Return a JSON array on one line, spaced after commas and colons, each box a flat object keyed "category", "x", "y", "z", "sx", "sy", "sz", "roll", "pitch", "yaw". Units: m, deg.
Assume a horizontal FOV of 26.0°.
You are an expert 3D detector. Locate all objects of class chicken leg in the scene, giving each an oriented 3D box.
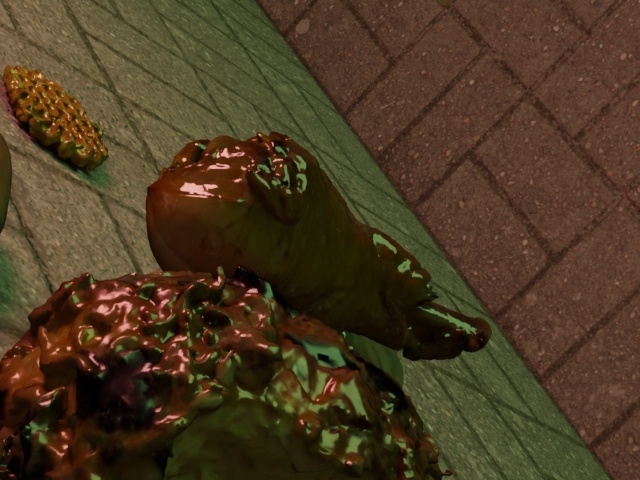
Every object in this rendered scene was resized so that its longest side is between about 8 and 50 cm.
[{"category": "chicken leg", "x": 0.000, "y": 0.000, "z": 1.446, "sx": 0.409, "sy": 0.182, "sz": 0.295, "roll": 26, "pitch": 16, "yaw": -21}]

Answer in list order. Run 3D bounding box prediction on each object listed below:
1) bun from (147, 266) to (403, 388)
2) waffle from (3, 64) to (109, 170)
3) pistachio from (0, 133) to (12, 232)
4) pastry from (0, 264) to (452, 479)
[{"category": "bun", "x": -0.047, "y": 0.124, "z": 1.571, "sx": 0.359, "sy": 0.211, "sz": 0.360, "roll": 41, "pitch": 15, "yaw": -14}, {"category": "waffle", "x": -0.360, "y": -0.168, "z": 1.891, "sx": 0.191, "sy": 0.038, "sz": 0.191, "roll": 41, "pitch": 14, "yaw": -13}, {"category": "pistachio", "x": -0.369, "y": -0.057, "z": 1.420, "sx": 0.108, "sy": 0.126, "sz": 0.185, "roll": -7, "pitch": 39, "yaw": -14}, {"category": "pastry", "x": -0.088, "y": 0.170, "z": 1.170, "sx": 0.405, "sy": 0.292, "sz": 0.337, "roll": 26, "pitch": 10, "yaw": -26}]
